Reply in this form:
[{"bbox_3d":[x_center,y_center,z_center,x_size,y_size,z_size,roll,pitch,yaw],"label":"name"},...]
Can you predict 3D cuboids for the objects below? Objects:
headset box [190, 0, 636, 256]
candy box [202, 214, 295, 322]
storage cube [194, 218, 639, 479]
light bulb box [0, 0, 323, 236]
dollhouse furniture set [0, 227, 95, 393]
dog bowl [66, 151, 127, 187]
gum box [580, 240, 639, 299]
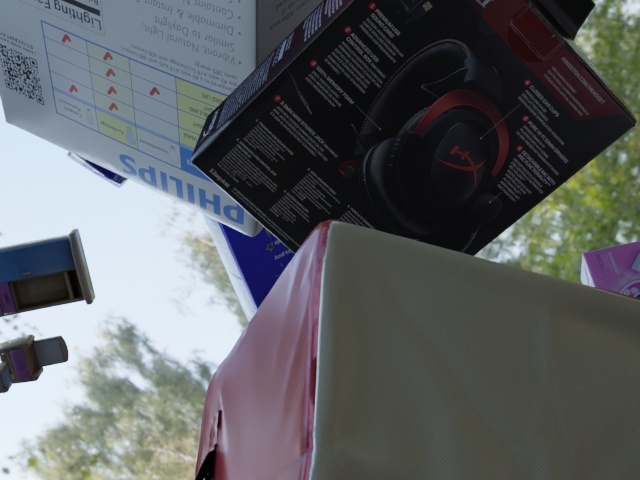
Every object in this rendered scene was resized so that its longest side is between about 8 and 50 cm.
[{"bbox_3d":[0.079,-0.105,0.732,0.218,0.110,0.293,41,-69,-18],"label":"headset box"},{"bbox_3d":[0.000,0.000,1.294,0.268,0.122,0.317,-27,-69,-18],"label":"candy box"},{"bbox_3d":[0.050,0.128,0.402,0.193,0.215,0.184,125,156,-59],"label":"storage cube"},{"bbox_3d":[-0.152,-0.257,0.951,0.225,0.358,0.361,-49,-25,-39],"label":"light bulb box"},{"bbox_3d":[-0.507,0.141,1.582,0.198,0.303,0.286,-11,-76,-1],"label":"dollhouse furniture set"},{"bbox_3d":[-0.314,-0.223,1.587,0.104,0.265,0.265,35,-101,-16],"label":"dog bowl"},{"bbox_3d":[0.377,0.086,1.073,0.107,0.188,0.062,-13,-34,4],"label":"gum box"}]
